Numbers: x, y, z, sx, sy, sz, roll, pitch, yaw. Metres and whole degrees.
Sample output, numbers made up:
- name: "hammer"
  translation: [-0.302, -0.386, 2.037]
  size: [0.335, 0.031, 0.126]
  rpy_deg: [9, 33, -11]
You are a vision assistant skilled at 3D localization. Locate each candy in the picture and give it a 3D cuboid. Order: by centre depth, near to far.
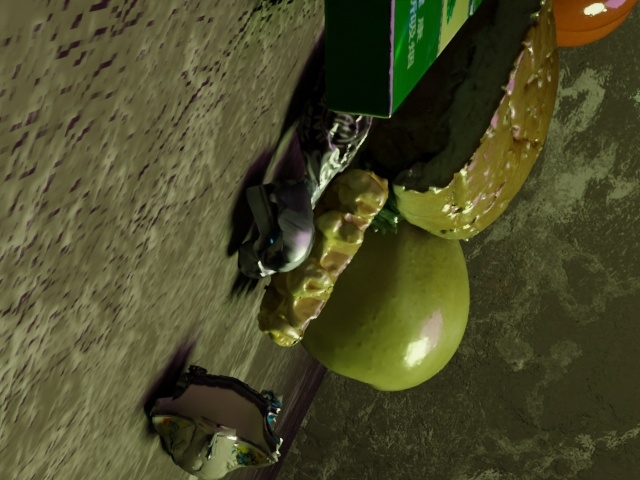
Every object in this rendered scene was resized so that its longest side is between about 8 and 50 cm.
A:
- name: "candy"
  translation: [0.008, -0.077, 0.514]
  size: [0.226, 0.051, 0.094]
  rpy_deg: [-62, -176, 1]

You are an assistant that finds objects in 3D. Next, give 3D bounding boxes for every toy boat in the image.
- name: "toy boat"
  translation: [-0.079, 0.143, 0.590]
  size: [0.210, 0.084, 0.066]
  rpy_deg: [118, -10, -62]

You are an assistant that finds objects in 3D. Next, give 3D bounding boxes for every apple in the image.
- name: "apple"
  translation: [0.060, 0.056, 0.850]
  size: [0.200, 0.200, 0.200]
  rpy_deg: [-62, 173, -12]

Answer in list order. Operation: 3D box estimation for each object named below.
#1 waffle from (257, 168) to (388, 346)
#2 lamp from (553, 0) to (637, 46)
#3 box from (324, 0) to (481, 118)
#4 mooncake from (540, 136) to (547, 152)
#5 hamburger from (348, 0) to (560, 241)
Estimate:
- name: "waffle"
  translation: [0.000, 0.000, 0.628]
  size: [0.160, 0.046, 0.192]
  rpy_deg: [-60, -176, 18]
- name: "lamp"
  translation: [0.258, -0.317, 0.873]
  size: [0.223, 0.197, 0.223]
  rpy_deg: [169, -90, -89]
- name: "box"
  translation: [0.054, -0.162, 0.408]
  size: [0.235, 0.034, 0.132]
  rpy_deg: [-54, 148, -56]
- name: "mooncake"
  translation: [0.174, -0.105, 1.031]
  size: [0.228, 0.124, 0.228]
  rpy_deg: [-39, 180, 0]
- name: "hamburger"
  translation: [0.141, -0.127, 0.777]
  size: [0.309, 0.132, 0.211]
  rpy_deg: [-65, 152, -12]
